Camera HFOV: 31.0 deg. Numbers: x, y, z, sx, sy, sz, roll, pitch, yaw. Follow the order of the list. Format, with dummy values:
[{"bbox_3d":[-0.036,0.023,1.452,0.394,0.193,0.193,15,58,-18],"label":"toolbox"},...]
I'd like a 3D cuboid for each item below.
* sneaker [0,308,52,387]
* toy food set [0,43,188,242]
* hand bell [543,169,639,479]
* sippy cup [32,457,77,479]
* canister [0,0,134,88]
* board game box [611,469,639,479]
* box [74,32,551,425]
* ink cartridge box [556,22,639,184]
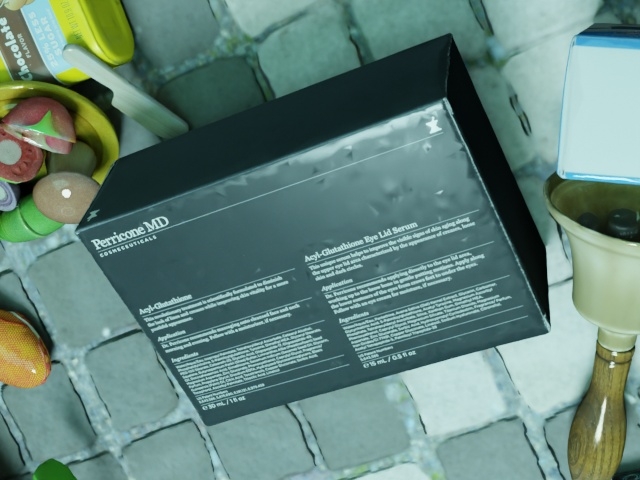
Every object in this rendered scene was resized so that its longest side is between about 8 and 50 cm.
[{"bbox_3d":[-0.297,0.070,0.930,0.175,0.067,0.064,30,109,5],"label":"sneaker"},{"bbox_3d":[-0.217,-0.046,0.839,0.218,0.071,0.128,-25,137,22],"label":"toy food set"},{"bbox_3d":[0.196,0.080,0.781,0.126,0.126,0.242,11,119,13],"label":"hand bell"},{"bbox_3d":[-0.345,0.270,0.928,0.224,0.305,0.240,68,155,3],"label":"sippy cup"},{"bbox_3d":[-0.235,-0.157,0.847,0.170,0.073,0.126,-19,99,19],"label":"canister"},{"bbox_3d":[0.313,0.203,0.806,0.186,0.026,0.126,-18,97,20],"label":"board game box"},{"bbox_3d":[0.000,0.000,0.778,0.261,0.103,0.184,-18,122,20],"label":"box"},{"bbox_3d":[0.217,-0.081,0.669,0.139,0.190,0.082,6,105,15],"label":"ink cartridge box"}]
